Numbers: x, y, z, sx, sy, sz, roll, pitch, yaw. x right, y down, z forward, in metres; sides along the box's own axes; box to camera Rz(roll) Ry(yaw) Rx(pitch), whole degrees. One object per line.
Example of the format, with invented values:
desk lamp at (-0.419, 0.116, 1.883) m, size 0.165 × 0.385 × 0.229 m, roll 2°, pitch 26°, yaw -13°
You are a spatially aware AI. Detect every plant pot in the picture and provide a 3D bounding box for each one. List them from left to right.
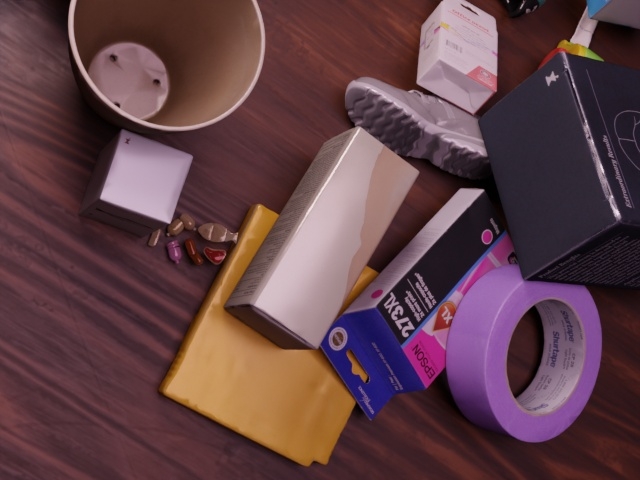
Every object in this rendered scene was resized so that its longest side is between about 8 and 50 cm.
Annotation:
plant pot at (-0.240, -0.249, 1.516) m, size 0.256 × 0.274 × 0.257 m, roll 3°, pitch 82°, yaw -21°

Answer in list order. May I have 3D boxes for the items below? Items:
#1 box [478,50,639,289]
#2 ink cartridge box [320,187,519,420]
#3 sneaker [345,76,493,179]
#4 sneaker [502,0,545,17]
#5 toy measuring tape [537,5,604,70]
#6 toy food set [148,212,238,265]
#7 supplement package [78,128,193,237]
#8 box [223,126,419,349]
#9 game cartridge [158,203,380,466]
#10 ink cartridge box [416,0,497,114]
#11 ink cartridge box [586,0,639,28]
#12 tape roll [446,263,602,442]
box at (0.491, -0.095, 1.736) m, size 0.395 × 0.212 × 0.294 m, roll 6°, pitch 61°, yaw -33°
ink cartridge box at (0.168, 0.098, 1.713) m, size 0.371 × 0.069 × 0.176 m, roll -44°, pitch 117°, yaw -23°
sneaker at (0.165, -0.198, 1.781) m, size 0.281 × 0.105 × 0.115 m, roll 25°, pitch 53°, yaw -19°
sneaker at (0.281, -0.511, 1.840) m, size 0.302 × 0.108 × 0.121 m, roll 47°, pitch 66°, yaw -12°
toy measuring tape at (0.461, -0.329, 1.887) m, size 0.121 × 0.121 × 0.330 m, roll 33°, pitch 73°, yaw -15°
toy food set at (-0.190, 0.003, 1.633) m, size 0.122 × 0.019 × 0.078 m, roll 21°, pitch 82°, yaw 0°
supplement package at (-0.264, -0.076, 1.537) m, size 0.105 × 0.179 × 0.105 m, roll 21°, pitch 77°, yaw -18°
box at (0.000, 0.000, 1.601) m, size 0.121 × 0.148 × 0.311 m, roll 35°, pitch 75°, yaw -15°
game cartridge at (-0.053, 0.151, 1.670) m, size 0.285 × 0.052 × 0.324 m, roll 31°, pitch 76°, yaw -16°
ink cartridge box at (0.227, -0.313, 1.793) m, size 0.115 × 0.067 × 0.198 m, roll 27°, pitch 45°, yaw -17°
ink cartridge box at (0.562, -0.507, 1.872) m, size 0.171 × 0.168 × 0.233 m, roll 5°, pitch 69°, yaw -22°
tape roll at (0.329, 0.178, 1.746) m, size 0.274 × 0.090 × 0.275 m, roll -4°, pitch 97°, yaw -36°
